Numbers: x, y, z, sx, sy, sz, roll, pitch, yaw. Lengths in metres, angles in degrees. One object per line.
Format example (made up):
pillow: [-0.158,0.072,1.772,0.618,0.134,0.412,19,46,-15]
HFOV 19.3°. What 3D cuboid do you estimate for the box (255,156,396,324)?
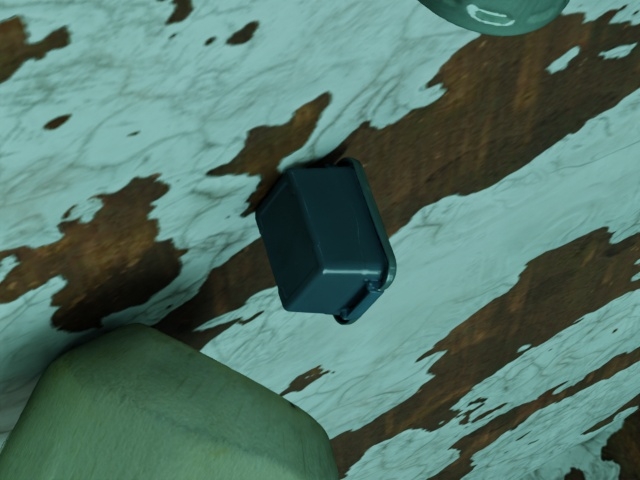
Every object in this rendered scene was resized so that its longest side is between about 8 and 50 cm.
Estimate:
box: [0.000,0.000,1.218,0.054,0.099,0.074,2,146,-35]

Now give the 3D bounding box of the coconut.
coconut: [-0.118,0.199,1.277,0.247,0.245,0.245,-61,164,-8]

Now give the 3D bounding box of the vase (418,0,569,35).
vase: [0.134,-0.214,0.804,0.143,0.143,0.299,-18,161,-35]
